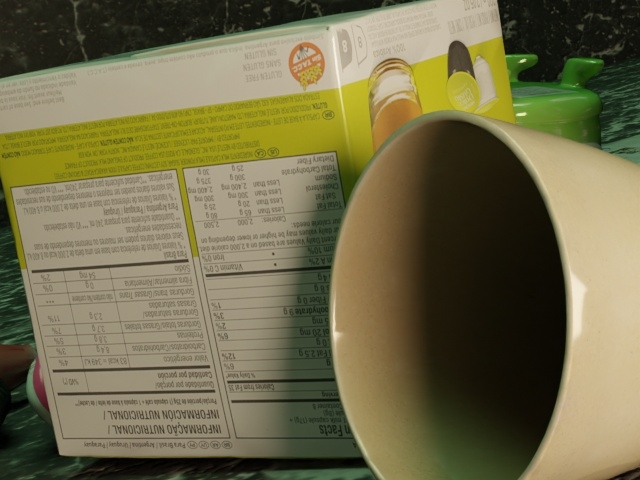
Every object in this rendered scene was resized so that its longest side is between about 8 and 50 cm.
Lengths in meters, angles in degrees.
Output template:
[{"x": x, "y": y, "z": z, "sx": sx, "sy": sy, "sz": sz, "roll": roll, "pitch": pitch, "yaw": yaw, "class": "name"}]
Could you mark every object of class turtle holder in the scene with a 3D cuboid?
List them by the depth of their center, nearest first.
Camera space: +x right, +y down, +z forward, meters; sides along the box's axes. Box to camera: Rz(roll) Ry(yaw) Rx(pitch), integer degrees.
[{"x": 0.180, "y": -0.099, "z": 1.744, "sx": 0.320, "sy": 0.227, "sz": 0.243, "roll": 4, "pitch": 13, "yaw": 31, "class": "turtle holder"}]

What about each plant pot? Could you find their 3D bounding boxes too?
[{"x": 0.186, "y": 0.049, "z": 0.989, "sx": 0.274, "sy": 0.256, "sz": 0.256, "roll": 1, "pitch": 1, "yaw": -32, "class": "plant pot"}]

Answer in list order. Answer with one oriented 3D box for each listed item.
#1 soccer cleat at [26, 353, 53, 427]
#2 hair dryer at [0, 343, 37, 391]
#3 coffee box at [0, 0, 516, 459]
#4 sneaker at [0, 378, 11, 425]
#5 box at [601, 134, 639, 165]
[{"x": -0.201, "y": 0.119, "z": 1.477, "sx": 0.143, "sy": 0.116, "sz": 0.331, "roll": -44, "pitch": 1, "yaw": 32, "class": "soccer cleat"}, {"x": -0.443, "y": 0.155, "z": 1.568, "sx": 0.293, "sy": 0.080, "sz": 0.223, "roll": -12, "pitch": 6, "yaw": 8, "class": "hair dryer"}, {"x": -0.031, "y": -0.017, "z": 1.282, "sx": 0.338, "sy": 0.334, "sz": 0.337, "roll": -5, "pitch": 11, "yaw": 30, "class": "coffee box"}, {"x": -0.428, "y": 0.177, "z": 1.372, "sx": 0.293, "sy": 0.102, "sz": 0.146, "roll": -17, "pitch": 11, "yaw": -24, "class": "sneaker"}, {"x": 0.391, "y": -0.086, "z": 2.016, "sx": 0.322, "sy": 0.058, "sz": 0.232, "roll": -15, "pitch": 9, "yaw": -25, "class": "box"}]
